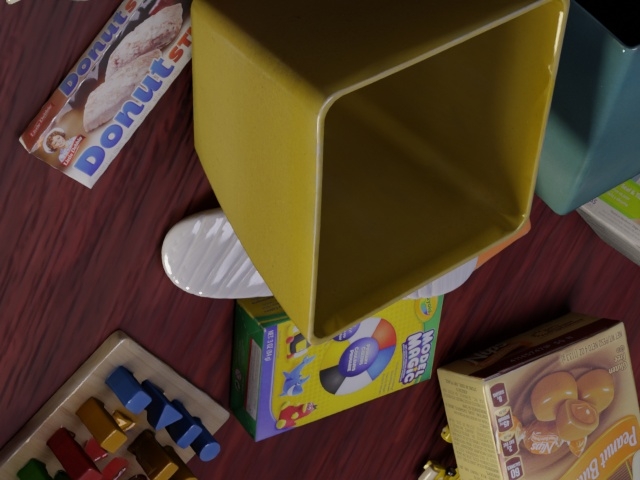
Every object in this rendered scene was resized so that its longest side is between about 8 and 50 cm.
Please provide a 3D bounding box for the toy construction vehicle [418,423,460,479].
[{"bbox_3d":[0.148,0.227,1.432,0.098,0.035,0.086,10,124,-40],"label":"toy construction vehicle"}]

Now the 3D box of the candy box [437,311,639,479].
[{"bbox_3d":[0.242,0.252,1.388,0.182,0.087,0.317,-19,103,-26],"label":"candy box"}]

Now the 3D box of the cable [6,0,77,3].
[{"bbox_3d":[-0.097,-0.246,0.848,0.287,0.072,0.139,-33,124,-13],"label":"cable"}]

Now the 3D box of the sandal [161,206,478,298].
[{"bbox_3d":[0.000,-0.010,1.115,0.265,0.076,0.102,-1,113,-14],"label":"sandal"}]

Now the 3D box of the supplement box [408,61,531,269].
[{"bbox_3d":[0.111,-0.086,1.137,0.078,0.080,0.233,-33,137,-16],"label":"supplement box"}]

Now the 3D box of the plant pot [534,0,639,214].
[{"bbox_3d":[0.225,-0.146,1.114,0.165,0.166,0.234,-27,148,-25],"label":"plant pot"}]

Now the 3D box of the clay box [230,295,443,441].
[{"bbox_3d":[0.029,0.085,1.213,0.222,0.053,0.128,-16,129,-28],"label":"clay box"}]

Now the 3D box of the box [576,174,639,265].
[{"bbox_3d":[0.355,-0.071,1.312,0.203,0.114,0.103,-50,137,1],"label":"box"}]

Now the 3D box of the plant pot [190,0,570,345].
[{"bbox_3d":[0.021,-0.095,0.959,0.212,0.187,0.212,-27,140,-29],"label":"plant pot"}]

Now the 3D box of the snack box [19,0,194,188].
[{"bbox_3d":[-0.132,-0.123,0.954,0.178,0.022,0.064,-52,139,4],"label":"snack box"}]

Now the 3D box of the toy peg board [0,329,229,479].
[{"bbox_3d":[-0.157,0.185,1.119,0.161,0.079,0.161,-46,138,-1],"label":"toy peg board"}]
